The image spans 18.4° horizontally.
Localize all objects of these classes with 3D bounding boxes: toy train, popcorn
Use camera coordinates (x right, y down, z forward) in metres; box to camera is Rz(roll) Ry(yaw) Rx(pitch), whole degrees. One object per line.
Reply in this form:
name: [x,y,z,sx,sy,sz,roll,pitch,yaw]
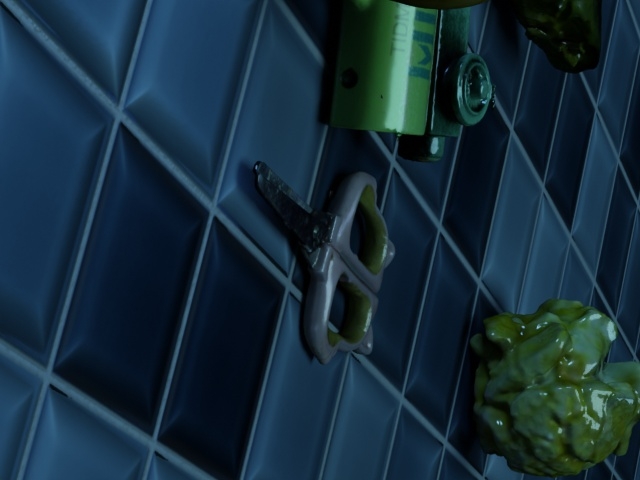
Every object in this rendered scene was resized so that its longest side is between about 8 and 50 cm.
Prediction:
toy train: [0.067,-0.189,1.544,0.157,0.105,0.253,1,96,-55]
popcorn: [0.233,0.146,2.005,0.185,0.167,0.187,-2,63,-46]

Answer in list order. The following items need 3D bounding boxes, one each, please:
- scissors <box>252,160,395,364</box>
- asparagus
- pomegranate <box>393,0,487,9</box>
scissors: [0.000,0.000,1.515,0.317,0.024,0.160,48,54,-64]
asparagus: [0.218,-0.303,1.870,0.128,0.108,0.382,-80,167,-54]
pomegranate: [0.082,-0.268,1.364,0.233,0.233,0.233,7,90,-70]
